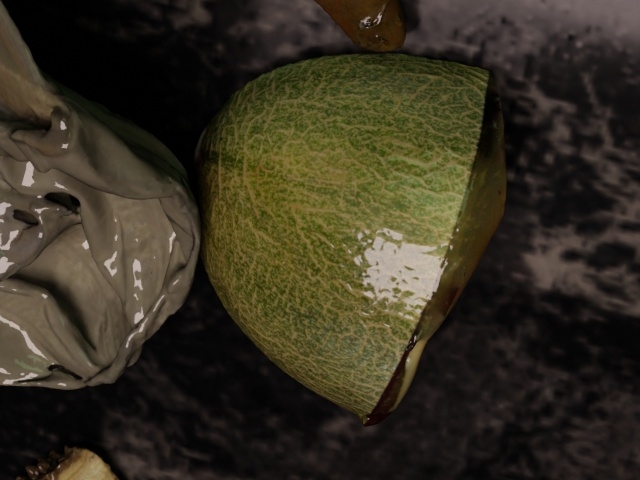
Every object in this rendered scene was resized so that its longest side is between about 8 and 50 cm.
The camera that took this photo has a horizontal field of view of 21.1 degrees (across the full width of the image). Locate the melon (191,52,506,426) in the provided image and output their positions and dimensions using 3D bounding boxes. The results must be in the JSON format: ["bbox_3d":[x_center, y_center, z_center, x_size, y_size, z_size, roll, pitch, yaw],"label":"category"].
[{"bbox_3d":[0.000,0.000,0.693,0.128,0.079,0.160,22,117,5],"label":"melon"}]

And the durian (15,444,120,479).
[{"bbox_3d":[-0.125,0.151,0.823,0.066,0.052,0.130,-10,118,-22],"label":"durian"}]

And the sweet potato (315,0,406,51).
[{"bbox_3d":[-0.035,-0.184,0.630,0.075,0.075,0.269,-15,111,21],"label":"sweet potato"}]

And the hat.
[{"bbox_3d":[-0.159,-0.056,0.725,0.214,0.149,0.244,-30,65,33],"label":"hat"}]
